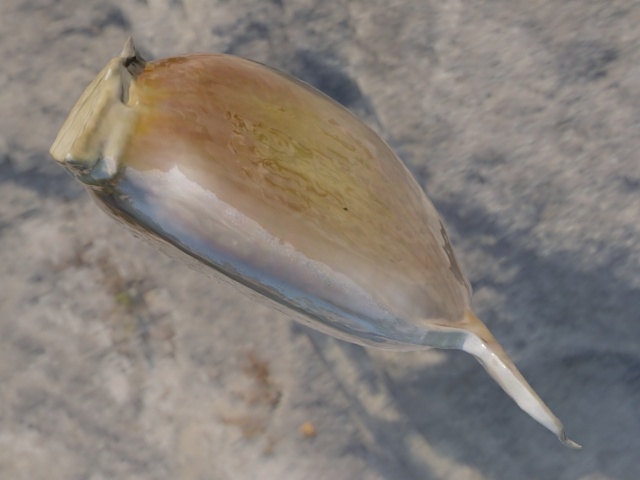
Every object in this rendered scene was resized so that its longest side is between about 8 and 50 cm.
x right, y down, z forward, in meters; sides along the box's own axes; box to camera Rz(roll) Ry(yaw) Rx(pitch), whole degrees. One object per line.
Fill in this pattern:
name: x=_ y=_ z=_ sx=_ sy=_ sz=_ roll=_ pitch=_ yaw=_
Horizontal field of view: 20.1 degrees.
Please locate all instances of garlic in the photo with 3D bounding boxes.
garlic: x=0.005 y=0.000 z=0.837 sx=0.266 sy=0.148 sz=0.128 roll=24 pitch=138 yaw=-8
